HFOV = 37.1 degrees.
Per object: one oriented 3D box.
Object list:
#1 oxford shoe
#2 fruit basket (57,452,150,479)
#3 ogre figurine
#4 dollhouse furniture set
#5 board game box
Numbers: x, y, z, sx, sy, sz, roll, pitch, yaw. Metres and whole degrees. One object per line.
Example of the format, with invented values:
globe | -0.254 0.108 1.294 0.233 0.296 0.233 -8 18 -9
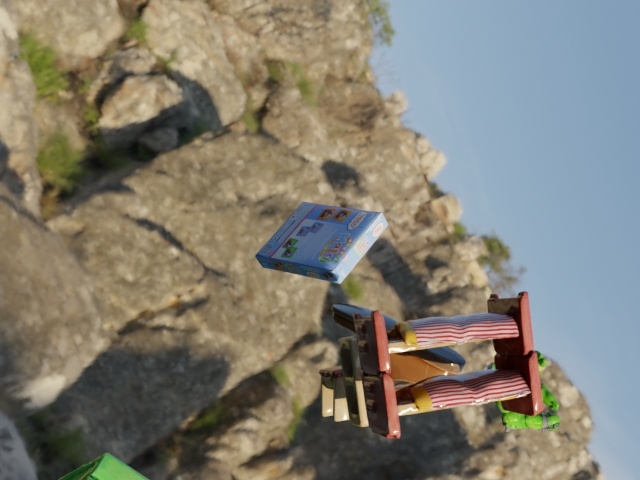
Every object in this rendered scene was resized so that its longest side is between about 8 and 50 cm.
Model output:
oxford shoe | 0.097 0.155 1.356 0.212 0.076 0.076 30 19 25
fruit basket | -0.315 0.566 1.485 0.392 0.283 0.392 47 24 -28
ogre figurine | 0.396 0.297 1.891 0.097 0.118 0.197 -139 -150 -65
dollhouse furniture set | 0.127 0.163 1.300 0.374 0.201 0.152 155 -72 -76
board game box | 0.000 0.000 1.796 0.211 0.160 0.039 9 -41 45
